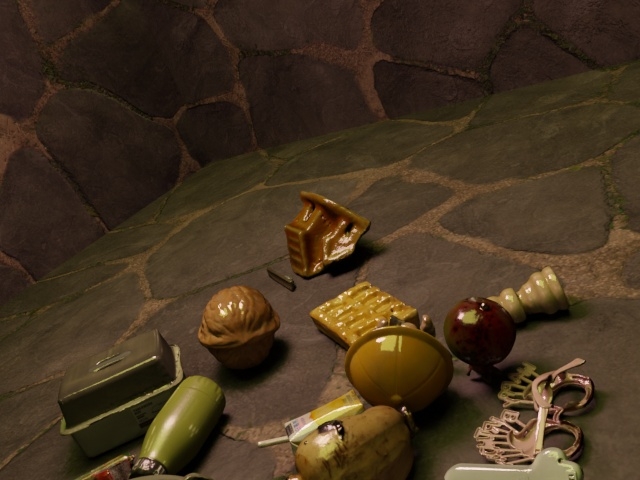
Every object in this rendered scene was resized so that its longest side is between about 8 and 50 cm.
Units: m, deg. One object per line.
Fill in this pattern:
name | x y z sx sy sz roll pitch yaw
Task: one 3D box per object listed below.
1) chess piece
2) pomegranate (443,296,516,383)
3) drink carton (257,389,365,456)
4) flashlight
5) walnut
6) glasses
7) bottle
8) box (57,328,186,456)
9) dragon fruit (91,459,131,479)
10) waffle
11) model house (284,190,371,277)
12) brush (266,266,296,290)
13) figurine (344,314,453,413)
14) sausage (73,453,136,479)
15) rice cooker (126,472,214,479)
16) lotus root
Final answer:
chess piece | 0.402 0.127 1.315 0.170 0.094 0.094 -26 19 13
pomegranate | 0.282 0.182 1.162 0.129 0.160 0.129 0 4 0
drink carton | -0.010 0.350 1.178 0.199 0.075 0.084 -25 20 -6
flashlight | 0.270 0.346 0.922 0.200 0.047 0.093 -16 60 32
walnut | -0.192 0.206 1.546 0.213 0.213 0.213 -19 21 8
glasses | 0.330 0.259 1.038 0.162 0.095 0.255 -16 18 39
bottle | -0.288 0.389 1.308 0.112 0.112 0.260 -12 23 25
box | -0.452 0.345 1.507 0.290 0.166 0.220 -24 20 -7
dragon fruit | -0.413 0.478 1.298 0.056 0.060 0.083 -27 -6 5
waffle | 0.098 0.182 1.509 0.168 0.057 0.274 -29 21 -16
model house | 0.000 -0.001 1.911 0.239 0.173 0.268 -58 25 -5
brush | -0.114 0.110 1.938 0.027 0.034 0.190 -20 18 -22
figurine | 0.150 0.226 1.209 0.192 0.167 0.257 -21 -3 14
sausage | -0.503 0.509 1.343 0.269 0.033 0.033 -27 21 -11
rice cooker | -0.175 0.457 0.727 0.335 0.335 0.325 -34 24 -28
lotus root | 0.052 0.345 1.017 0.256 0.155 0.140 -29 16 -27
